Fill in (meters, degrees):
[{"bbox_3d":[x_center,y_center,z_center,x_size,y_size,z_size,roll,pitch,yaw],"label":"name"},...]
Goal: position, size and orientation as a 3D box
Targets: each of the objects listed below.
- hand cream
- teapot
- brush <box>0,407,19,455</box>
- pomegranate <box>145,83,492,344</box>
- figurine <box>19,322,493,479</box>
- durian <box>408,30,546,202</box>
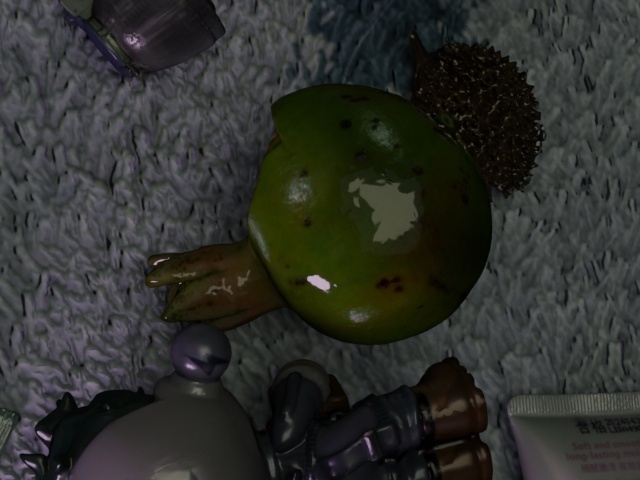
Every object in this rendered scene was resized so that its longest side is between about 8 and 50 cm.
[{"bbox_3d":[0.274,0.319,1.345,0.185,0.118,0.358,0,76,-14],"label":"hand cream"},{"bbox_3d":[-0.165,-0.210,1.266,0.108,0.111,0.149,-40,102,-4],"label":"teapot"},{"bbox_3d":[-0.331,0.232,1.206,0.082,0.010,0.218,24,78,-14],"label":"brush"},{"bbox_3d":[0.000,0.000,1.244,0.302,0.236,0.236,-33,94,5],"label":"pomegranate"},{"bbox_3d":[-0.057,0.185,1.205,0.382,0.186,0.261,-13,101,-14],"label":"figurine"},{"bbox_3d":[0.146,-0.125,1.360,0.148,0.091,0.188,-39,93,-18],"label":"durian"}]
